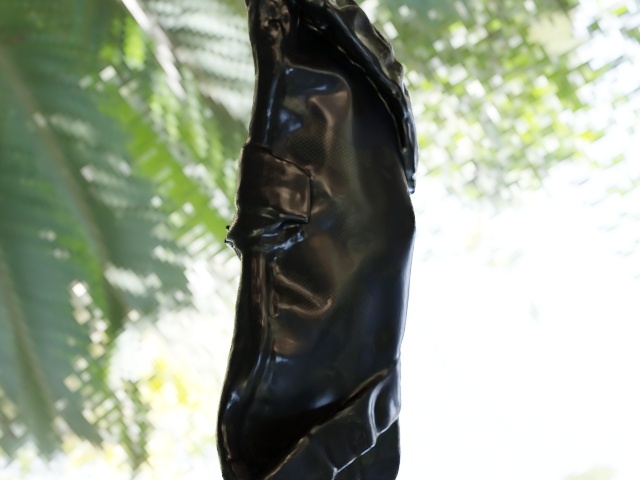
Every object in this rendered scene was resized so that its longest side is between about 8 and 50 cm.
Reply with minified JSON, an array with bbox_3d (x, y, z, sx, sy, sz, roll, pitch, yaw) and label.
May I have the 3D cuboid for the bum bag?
[{"bbox_3d":[0.000,0.000,0.967,0.074,0.137,0.310,-5,-104,36],"label":"bum bag"}]
